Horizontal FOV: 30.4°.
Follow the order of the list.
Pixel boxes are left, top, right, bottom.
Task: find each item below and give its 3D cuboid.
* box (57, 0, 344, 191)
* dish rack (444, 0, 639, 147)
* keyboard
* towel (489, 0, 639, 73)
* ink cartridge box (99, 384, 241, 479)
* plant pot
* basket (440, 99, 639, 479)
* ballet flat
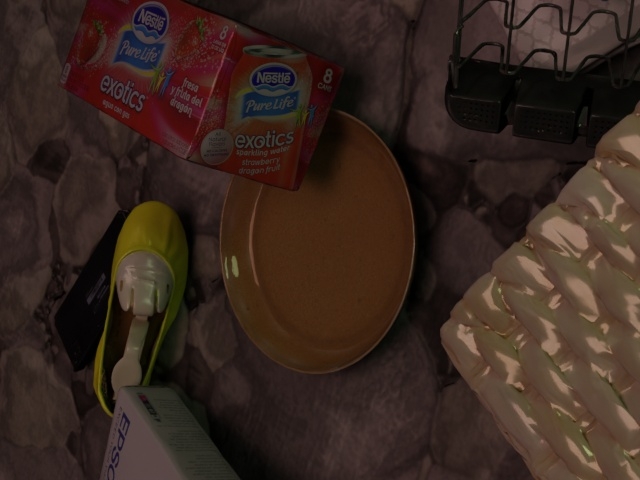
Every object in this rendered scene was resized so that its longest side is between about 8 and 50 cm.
[{"bbox_3d":[-0.115,-0.149,1.066,0.257,0.128,0.123,31,101,48],"label":"box"},{"bbox_3d":[0.184,-0.182,0.750,0.208,0.074,0.272,9,120,14],"label":"dish rack"},{"bbox_3d":[-0.229,0.065,1.270,0.180,0.023,0.108,-55,50,28],"label":"keyboard"},{"bbox_3d":[0.202,-0.299,0.785,0.331,0.053,0.317,-27,93,38],"label":"towel"},{"bbox_3d":[-0.143,0.352,1.087,0.330,0.071,0.324,40,119,56],"label":"ink cartridge box"},{"bbox_3d":[0.000,0.000,1.053,0.236,0.032,0.236,0,90,43],"label":"plant pot"},{"bbox_3d":[0.300,0.053,0.622,0.328,0.266,0.331,-53,55,29],"label":"basket"},{"bbox_3d":[-0.182,0.077,1.182,0.077,0.077,0.231,-100,24,-70],"label":"ballet flat"}]
